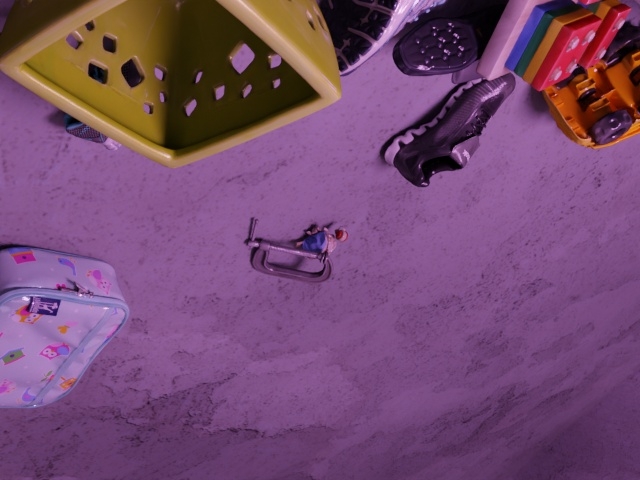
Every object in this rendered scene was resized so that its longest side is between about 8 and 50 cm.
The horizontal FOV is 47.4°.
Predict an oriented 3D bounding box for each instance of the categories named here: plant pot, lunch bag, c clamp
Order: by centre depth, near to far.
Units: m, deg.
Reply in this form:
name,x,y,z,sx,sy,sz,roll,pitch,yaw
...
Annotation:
name,x,y,z,sx,sy,sz,roll,pitch,yaw
plant pot,-0.131,-0.229,0.687,0.228,0.207,0.227,-16,152,29
lunch bag,-0.423,0.136,1.071,0.224,0.107,0.279,18,124,-46
c clamp,-0.050,0.029,1.219,0.161,0.022,0.137,15,142,-12

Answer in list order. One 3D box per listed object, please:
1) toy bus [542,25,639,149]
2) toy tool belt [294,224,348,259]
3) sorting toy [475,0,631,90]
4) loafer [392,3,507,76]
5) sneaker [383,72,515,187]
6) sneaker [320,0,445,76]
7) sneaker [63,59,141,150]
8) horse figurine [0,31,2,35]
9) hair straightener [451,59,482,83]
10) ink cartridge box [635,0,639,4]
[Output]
name,x,y,z,sx,sy,sz,roll,pitch,yaw
toy bus,0.485,-0.226,1.223,0.220,0.149,0.211,-26,161,0
toy tool belt,0.000,0.000,1.234,0.083,0.052,0.051,-29,145,30
sorting toy,0.352,-0.329,0.945,0.257,0.089,0.255,-28,151,-41
loafer,0.173,-0.259,0.970,0.223,0.076,0.078,-27,-176,-35
sneaker,0.216,-0.163,1.128,0.234,0.106,0.078,-37,145,12
sneaker,0.109,-0.303,0.882,0.122,0.110,0.283,7,134,-48
sneaker,-0.248,-0.175,0.841,0.076,0.065,0.166,7,131,-34
horse figurine,-0.365,-0.219,0.701,0.175,0.066,0.263,-23,148,-18
hair straightener,0.287,-0.254,1.077,0.231,0.089,0.047,-8,138,-27
ink cartridge box,0.554,-0.360,1.019,0.093,0.212,0.154,0,137,-29
